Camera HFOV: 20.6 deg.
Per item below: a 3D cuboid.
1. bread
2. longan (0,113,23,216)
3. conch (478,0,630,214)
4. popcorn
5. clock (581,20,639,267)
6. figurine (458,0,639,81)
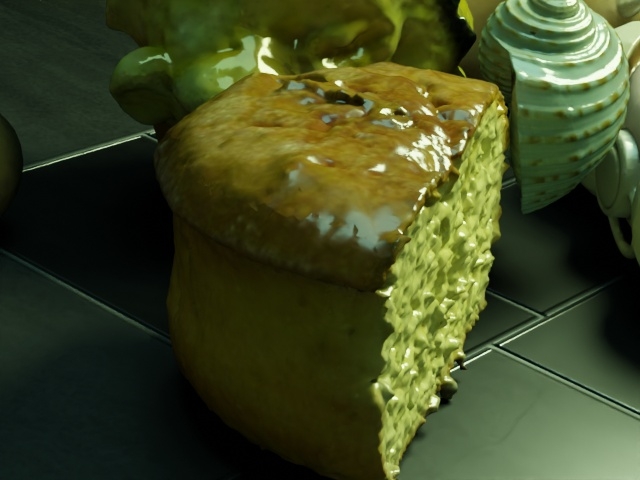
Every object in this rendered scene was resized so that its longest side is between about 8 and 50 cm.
[{"bbox_3d":[0.000,0.000,1.047,0.179,0.194,0.340,7,22,14],"label":"bread"},{"bbox_3d":[-0.256,-0.048,1.187,0.113,0.092,0.113,5,47,-6],"label":"longan"},{"bbox_3d":[0.163,-0.099,1.216,0.102,0.153,0.135,-9,27,19],"label":"conch"},{"bbox_3d":[-0.023,-0.134,1.251,0.286,0.252,0.215,40,-7,-35],"label":"popcorn"},{"bbox_3d":[0.357,-0.059,1.288,0.325,0.184,0.342,-2,21,-9],"label":"clock"},{"bbox_3d":[0.202,-0.211,1.567,0.177,0.173,0.247,-15,33,-38],"label":"figurine"}]
